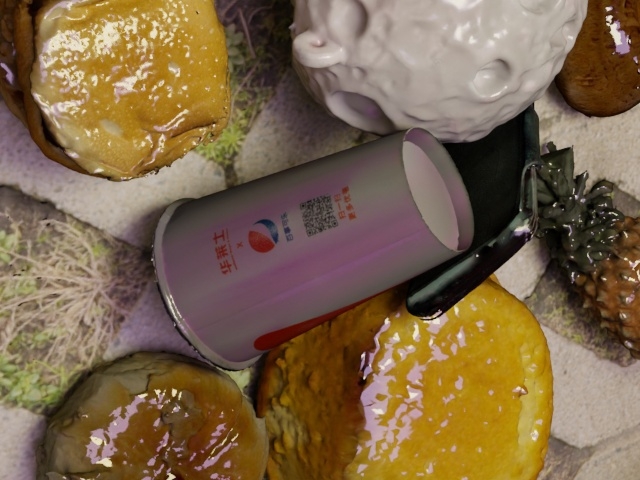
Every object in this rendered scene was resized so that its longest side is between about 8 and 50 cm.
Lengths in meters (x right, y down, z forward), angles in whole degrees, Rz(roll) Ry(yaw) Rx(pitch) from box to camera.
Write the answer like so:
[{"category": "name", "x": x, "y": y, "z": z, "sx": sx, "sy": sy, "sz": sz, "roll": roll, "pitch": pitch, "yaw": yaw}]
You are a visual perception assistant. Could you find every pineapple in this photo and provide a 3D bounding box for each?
[{"category": "pineapple", "x": 0.342, "y": 0.005, "z": 1.662, "sx": 0.340, "sy": 0.169, "sz": 0.169, "roll": 39, "pitch": 80, "yaw": -18}]

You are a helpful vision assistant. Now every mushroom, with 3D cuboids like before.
[{"category": "mushroom", "x": 0.368, "y": -0.265, "z": 1.629, "sx": 0.194, "sy": 0.138, "sz": 0.231, "roll": -8, "pitch": 102, "yaw": -26}]

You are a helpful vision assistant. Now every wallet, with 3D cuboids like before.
[{"category": "wallet", "x": 0.172, "y": -0.062, "z": 1.452, "sx": 0.045, "sy": 0.318, "sz": 0.172, "roll": 36, "pitch": 124, "yaw": -18}]

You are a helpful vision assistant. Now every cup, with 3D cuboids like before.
[{"category": "cup", "x": 0.000, "y": 0.000, "z": 1.371, "sx": 0.203, "sy": 0.288, "sz": 0.203, "roll": 38, "pitch": 40, "yaw": -41}]

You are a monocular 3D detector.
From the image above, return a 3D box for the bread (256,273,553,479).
[{"category": "bread", "x": 0.105, "y": 0.190, "z": 1.532, "sx": 0.337, "sy": 0.204, "sz": 0.358, "roll": 6, "pitch": 98, "yaw": -21}]

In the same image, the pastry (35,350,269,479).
[{"category": "pastry", "x": -0.173, "y": 0.240, "z": 1.443, "sx": 0.257, "sy": 0.121, "sz": 0.235, "roll": -19, "pitch": 106, "yaw": -23}]

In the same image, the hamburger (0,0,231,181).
[{"category": "hamburger", "x": -0.211, "y": -0.186, "z": 1.341, "sx": 0.244, "sy": 0.163, "sz": 0.244, "roll": -8, "pitch": 105, "yaw": -33}]

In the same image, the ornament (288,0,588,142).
[{"category": "ornament", "x": 0.119, "y": -0.262, "z": 1.389, "sx": 0.337, "sy": 0.337, "sz": 0.337, "roll": -4, "pitch": 100, "yaw": -26}]
